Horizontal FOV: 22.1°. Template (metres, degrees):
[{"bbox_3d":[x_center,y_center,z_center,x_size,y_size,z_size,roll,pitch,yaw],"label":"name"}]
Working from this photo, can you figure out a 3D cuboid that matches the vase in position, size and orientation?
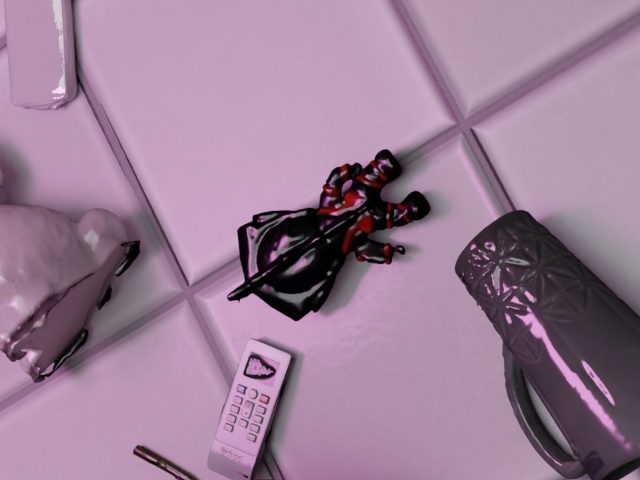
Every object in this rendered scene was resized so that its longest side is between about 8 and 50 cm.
[{"bbox_3d":[0.264,0.117,1.711,0.301,0.156,0.251,52,135,20],"label":"vase"}]

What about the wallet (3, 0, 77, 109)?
[{"bbox_3d":[-0.347,-0.254,2.022,0.095,0.033,0.190,-6,88,26],"label":"wallet"}]

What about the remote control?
[{"bbox_3d":[-0.083,0.201,1.919,0.065,0.029,0.166,20,95,23],"label":"remote control"}]

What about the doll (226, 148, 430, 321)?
[{"bbox_3d":[0.002,0.002,1.851,0.249,0.088,0.127,-38,56,11],"label":"doll"}]

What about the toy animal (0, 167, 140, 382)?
[{"bbox_3d":[-0.424,-0.004,1.973,0.357,0.194,0.258,39,70,15],"label":"toy animal"}]

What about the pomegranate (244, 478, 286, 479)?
[{"bbox_3d":[-0.074,0.466,1.747,0.417,0.417,0.416,1,92,24],"label":"pomegranate"}]

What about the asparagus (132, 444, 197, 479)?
[{"bbox_3d":[-0.173,0.281,1.968,0.127,0.015,0.018,28,112,21],"label":"asparagus"}]
